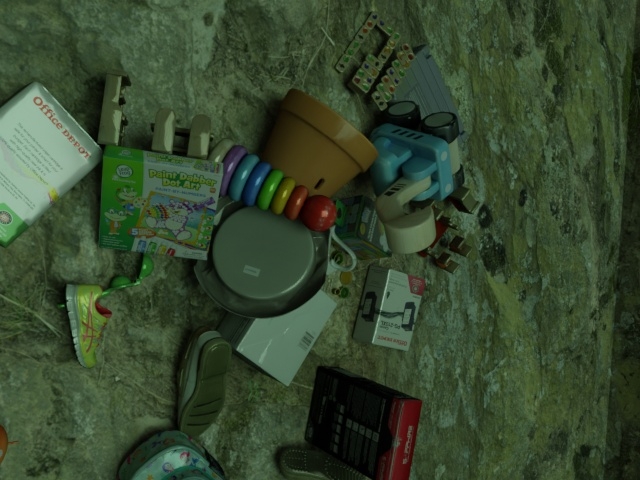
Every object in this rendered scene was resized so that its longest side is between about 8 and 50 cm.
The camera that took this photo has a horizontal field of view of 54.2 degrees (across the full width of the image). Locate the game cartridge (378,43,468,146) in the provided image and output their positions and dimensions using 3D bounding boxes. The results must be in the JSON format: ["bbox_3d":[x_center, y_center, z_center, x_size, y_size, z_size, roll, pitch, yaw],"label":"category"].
[{"bbox_3d":[0.333,-0.415,2.014,0.230,0.068,0.355,-43,119,-21],"label":"game cartridge"}]

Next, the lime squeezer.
[{"bbox_3d":[-0.461,0.070,1.457,0.310,0.058,0.110,-52,123,-20],"label":"lime squeezer"}]

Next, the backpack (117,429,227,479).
[{"bbox_3d":[-0.356,0.601,1.517,0.225,0.191,0.254,-38,112,-12],"label":"backpack"}]

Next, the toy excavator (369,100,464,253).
[{"bbox_3d":[0.237,-0.163,1.740,0.445,0.432,0.222,-37,131,-25],"label":"toy excavator"}]

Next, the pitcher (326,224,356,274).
[{"bbox_3d":[0.000,0.000,1.734,0.125,0.177,0.207,-61,139,-65],"label":"pitcher"}]

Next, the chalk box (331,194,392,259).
[{"bbox_3d":[0.105,-0.044,1.820,0.213,0.132,0.133,29,66,-35],"label":"chalk box"}]

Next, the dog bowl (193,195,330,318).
[{"bbox_3d":[-0.141,0.035,1.560,0.348,0.102,0.349,1,69,-2],"label":"dog bowl"}]

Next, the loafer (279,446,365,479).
[{"bbox_3d":[0.002,0.669,1.822,0.268,0.092,0.102,20,47,-11],"label":"loafer"}]

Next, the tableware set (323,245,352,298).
[{"bbox_3d":[0.066,0.095,1.886,0.104,0.024,0.154,17,84,-38],"label":"tableware set"}]

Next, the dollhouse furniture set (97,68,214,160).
[{"bbox_3d":[-0.359,-0.272,1.404,0.241,0.212,0.161,8,90,-13],"label":"dollhouse furniture set"}]

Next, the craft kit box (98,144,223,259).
[{"bbox_3d":[-0.356,-0.077,1.387,0.249,0.061,0.247,7,124,-14],"label":"craft kit box"}]

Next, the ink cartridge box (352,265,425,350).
[{"bbox_3d":[0.216,0.215,1.966,0.171,0.100,0.237,18,84,-37],"label":"ink cartridge box"}]

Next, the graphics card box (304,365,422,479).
[{"bbox_3d":[0.111,0.508,1.749,0.094,0.370,0.233,11,87,-38],"label":"graphics card box"}]

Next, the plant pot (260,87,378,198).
[{"bbox_3d":[-0.023,-0.228,1.639,0.291,0.291,0.204,37,89,-34],"label":"plant pot"}]

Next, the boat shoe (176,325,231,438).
[{"bbox_3d":[-0.304,0.358,1.580,0.113,0.103,0.303,3,114,-43],"label":"boat shoe"}]

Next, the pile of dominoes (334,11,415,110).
[{"bbox_3d":[0.175,-0.533,1.847,0.196,0.040,0.251,36,73,-13],"label":"pile of dominoes"}]

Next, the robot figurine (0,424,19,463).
[{"bbox_3d":[-0.725,0.401,1.245,0.219,0.128,0.158,38,34,-34],"label":"robot figurine"}]

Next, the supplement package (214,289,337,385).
[{"bbox_3d":[-0.121,0.216,1.678,0.204,0.145,0.262,44,70,-32],"label":"supplement package"}]

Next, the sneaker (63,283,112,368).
[{"bbox_3d":[-0.509,0.190,1.392,0.094,0.081,0.209,-10,115,-24],"label":"sneaker"}]

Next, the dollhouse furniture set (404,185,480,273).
[{"bbox_3d":[0.401,-0.063,2.086,0.259,0.135,0.262,-51,123,-8],"label":"dollhouse furniture set"}]

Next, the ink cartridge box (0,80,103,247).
[{"bbox_3d":[-0.619,-0.156,1.269,0.278,0.117,0.201,-50,122,-22],"label":"ink cartridge box"}]

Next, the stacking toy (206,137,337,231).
[{"bbox_3d":[-0.115,-0.116,1.501,0.330,0.141,0.141,27,76,2],"label":"stacking toy"}]

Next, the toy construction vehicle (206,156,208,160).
[{"bbox_3d":[-0.292,-0.168,1.572,0.098,0.035,0.086,41,71,-33],"label":"toy construction vehicle"}]
